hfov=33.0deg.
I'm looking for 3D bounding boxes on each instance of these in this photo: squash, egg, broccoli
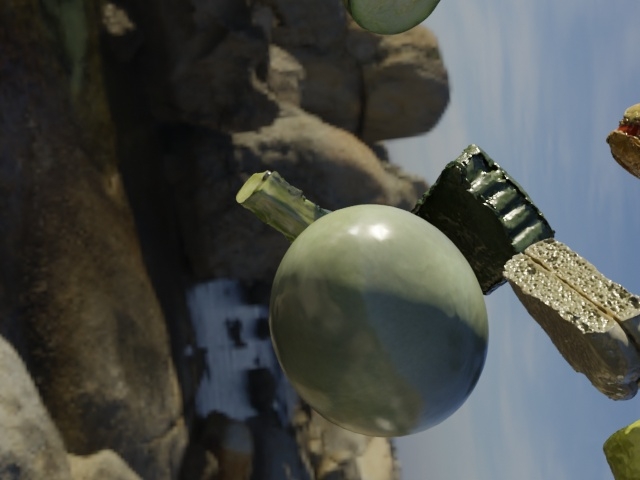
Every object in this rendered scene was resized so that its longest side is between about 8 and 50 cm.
[{"bbox_3d":[0.161,-0.554,2.277,0.049,0.252,0.252,55,-17,40],"label":"squash"},{"bbox_3d":[0.072,0.101,1.292,0.352,0.258,0.258,67,15,-55],"label":"egg"},{"bbox_3d":[-0.012,0.018,2.154,0.221,0.361,0.252,-104,-146,-74],"label":"broccoli"}]

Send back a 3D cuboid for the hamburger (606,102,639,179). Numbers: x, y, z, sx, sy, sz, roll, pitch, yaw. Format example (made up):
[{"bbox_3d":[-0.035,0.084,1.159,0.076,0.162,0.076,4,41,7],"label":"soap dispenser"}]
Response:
[{"bbox_3d":[0.807,-0.226,2.566,0.163,0.244,0.244,-51,179,-1],"label":"hamburger"}]

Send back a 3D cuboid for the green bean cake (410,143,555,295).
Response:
[{"bbox_3d":[0.311,-0.038,2.079,0.241,0.132,0.255,52,-22,11],"label":"green bean cake"}]

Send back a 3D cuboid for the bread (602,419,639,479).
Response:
[{"bbox_3d":[0.818,0.542,2.402,0.348,0.348,0.308,78,10,-62],"label":"bread"}]

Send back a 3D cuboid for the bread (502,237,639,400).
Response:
[{"bbox_3d":[0.378,0.120,1.509,0.183,0.102,0.337,55,-1,-22],"label":"bread"}]
